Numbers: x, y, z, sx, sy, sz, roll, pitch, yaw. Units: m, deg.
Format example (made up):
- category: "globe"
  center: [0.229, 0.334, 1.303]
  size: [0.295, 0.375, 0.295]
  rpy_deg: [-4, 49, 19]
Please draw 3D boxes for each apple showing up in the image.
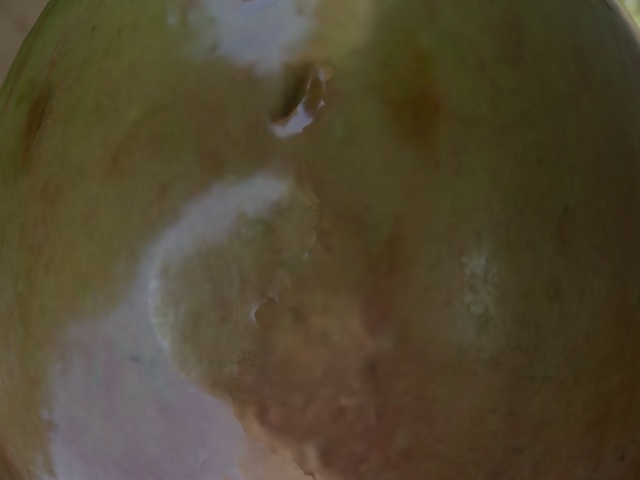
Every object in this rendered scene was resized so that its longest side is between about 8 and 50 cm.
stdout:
- category: "apple"
  center: [0.000, 0.000, 0.719]
  size: [0.338, 0.338, 0.305]
  rpy_deg: [25, -118, -72]
